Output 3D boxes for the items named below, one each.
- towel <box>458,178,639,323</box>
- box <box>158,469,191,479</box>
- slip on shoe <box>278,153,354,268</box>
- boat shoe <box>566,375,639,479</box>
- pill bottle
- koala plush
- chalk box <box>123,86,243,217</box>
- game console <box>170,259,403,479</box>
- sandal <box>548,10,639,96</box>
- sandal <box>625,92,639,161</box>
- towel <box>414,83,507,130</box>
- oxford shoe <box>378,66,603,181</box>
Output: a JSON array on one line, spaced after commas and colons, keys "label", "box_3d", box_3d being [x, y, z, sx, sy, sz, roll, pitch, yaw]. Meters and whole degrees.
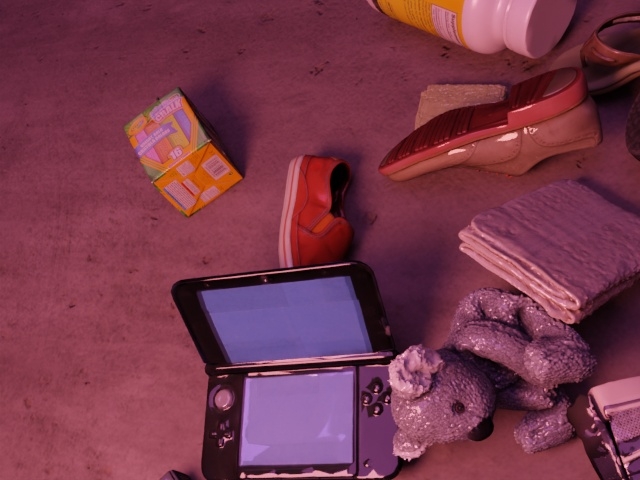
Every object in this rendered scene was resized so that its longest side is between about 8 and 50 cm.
[{"label": "towel", "box_3d": [0.323, 0.005, 0.956, 0.282, 0.049, 0.187, -20, 46, -38]}, {"label": "box", "box_3d": [-0.239, 0.473, 1.036, 0.232, 0.059, 0.183, -43, 57, -2]}, {"label": "slip on shoe", "box_3d": [0.000, 0.000, 1.153, 0.101, 0.123, 0.331, -7, 56, 16]}, {"label": "boat shoe", "box_3d": [0.458, 0.214, 0.802, 0.340, 0.127, 0.158, -15, 57, 1]}, {"label": "pill bottle", "box_3d": [0.243, -0.425, 1.224, 0.334, 0.188, 0.188, 34, 81, 33]}, {"label": "koala plush", "box_3d": [0.178, 0.175, 0.906, 0.221, 0.196, 0.203, -25, 46, -17]}, {"label": "chalk box", "box_3d": [-0.261, -0.176, 1.349, 0.132, 0.132, 0.213, -36, 54, 2]}, {"label": "game console", "box_3d": [-0.051, 0.185, 0.985, 0.293, 0.173, 0.250, -7, 64, 19]}, {"label": "sandal", "box_3d": [0.448, -0.288, 1.060, 0.120, 0.086, 0.302, -55, 21, -16]}, {"label": "sandal", "box_3d": [0.583, -0.258, 1.018, 0.446, 0.107, 0.167, -50, 16, -17]}, {"label": "towel", "box_3d": [0.229, -0.211, 1.214, 0.148, 0.027, 0.110, 3, 64, 26]}, {"label": "oxford shoe", "box_3d": [0.247, -0.135, 1.112, 0.348, 0.130, 0.123, -16, 30, 38]}]
